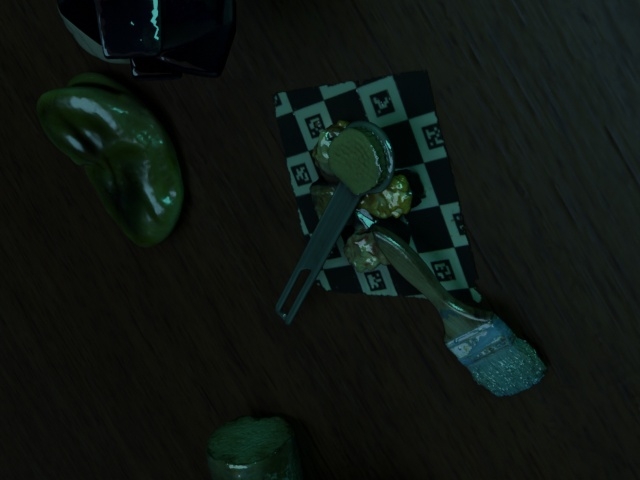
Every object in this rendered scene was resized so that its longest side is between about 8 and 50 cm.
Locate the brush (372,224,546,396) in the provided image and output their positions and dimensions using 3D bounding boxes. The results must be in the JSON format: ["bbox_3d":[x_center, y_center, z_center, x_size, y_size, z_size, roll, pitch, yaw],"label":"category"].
[{"bbox_3d":[0.111,0.058,0.686,0.196,0.021,0.070,48,137,-5],"label":"brush"}]

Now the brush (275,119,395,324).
[{"bbox_3d":[0.000,0.000,0.717,0.062,0.027,0.266,49,138,21],"label":"brush"}]

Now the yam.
[{"bbox_3d":[-0.066,0.310,0.939,0.107,0.107,0.194,6,117,38],"label":"yam"}]

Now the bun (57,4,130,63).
[{"bbox_3d":[-0.217,-0.237,0.783,0.138,0.094,0.138,22,126,34],"label":"bun"}]

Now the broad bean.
[{"bbox_3d":[-0.224,-0.093,0.892,0.153,0.072,0.207,-21,109,47],"label":"broad bean"}]

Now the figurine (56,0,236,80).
[{"bbox_3d":[-0.134,-0.262,0.585,0.143,0.308,0.309,1,114,26],"label":"figurine"}]

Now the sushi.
[{"bbox_3d":[0.033,-0.035,0.714,0.192,0.040,0.210,0,112,40],"label":"sushi"}]
